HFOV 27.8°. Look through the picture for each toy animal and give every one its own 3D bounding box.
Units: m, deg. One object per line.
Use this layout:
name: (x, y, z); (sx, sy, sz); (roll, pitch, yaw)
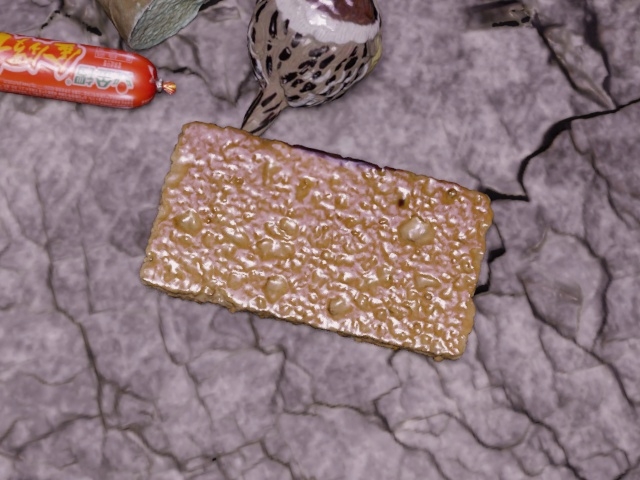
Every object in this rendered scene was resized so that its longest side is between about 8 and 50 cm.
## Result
toy animal: (-0.013, -0.134, 0.899); (0.098, 0.098, 0.137); (36, 79, 5)

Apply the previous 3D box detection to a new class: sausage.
sausage: (-0.173, -0.115, 0.900); (0.145, 0.048, 0.050); (9, 34, -6)

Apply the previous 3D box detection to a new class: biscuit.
biscuit: (0.000, 0.000, 0.895); (0.231, 0.025, 0.131); (15, 73, -3)

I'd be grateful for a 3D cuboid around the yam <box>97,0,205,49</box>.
yam: (-0.173, -0.258, 0.919); (0.093, 0.093, 0.259); (-35, 80, -15)
